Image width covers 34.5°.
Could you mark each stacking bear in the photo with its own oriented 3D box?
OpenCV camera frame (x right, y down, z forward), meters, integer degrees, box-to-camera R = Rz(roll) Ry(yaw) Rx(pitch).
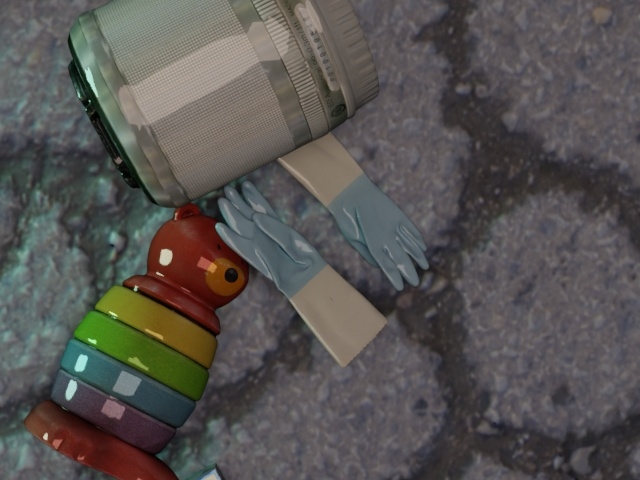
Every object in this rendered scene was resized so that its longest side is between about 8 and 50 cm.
[{"bbox_3d":[-0.175,0.104,1.106,0.175,0.164,0.289,37,76,-35],"label":"stacking bear"}]

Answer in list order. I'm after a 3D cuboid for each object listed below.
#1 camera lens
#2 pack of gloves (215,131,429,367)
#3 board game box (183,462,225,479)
[{"bbox_3d":[-0.104,-0.177,1.067,0.274,0.219,0.219,-27,93,-2],"label":"camera lens"},{"bbox_3d":[0.000,0.000,1.148,0.232,0.046,0.195,47,59,-1],"label":"pack of gloves"},{"bbox_3d":[-0.163,0.337,1.175,0.154,0.026,0.103,-28,93,-3],"label":"board game box"}]
